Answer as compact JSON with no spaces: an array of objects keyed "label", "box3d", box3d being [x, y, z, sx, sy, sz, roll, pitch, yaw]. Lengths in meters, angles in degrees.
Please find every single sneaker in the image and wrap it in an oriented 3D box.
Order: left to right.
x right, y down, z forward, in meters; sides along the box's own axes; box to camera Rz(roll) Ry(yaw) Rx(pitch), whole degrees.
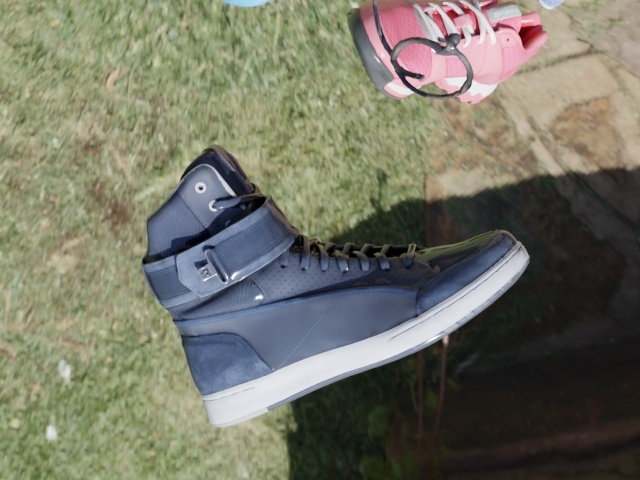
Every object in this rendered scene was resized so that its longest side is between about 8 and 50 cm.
[{"label":"sneaker","box3d":[-0.001,0.001,0.718,0.226,0.086,0.163,-24,95,8]},{"label":"sneaker","box3d":[0.147,-0.234,1.295,0.136,0.314,0.115,-28,78,33]}]

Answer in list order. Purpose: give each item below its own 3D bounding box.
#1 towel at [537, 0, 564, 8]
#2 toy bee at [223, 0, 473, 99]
[{"label":"towel","box3d":[0.272,-0.332,0.948,0.034,0.285,0.209,23,65,-17]},{"label":"toy bee","box3d":[-0.024,-0.234,0.795,0.195,0.162,0.298,-6,148,41]}]
